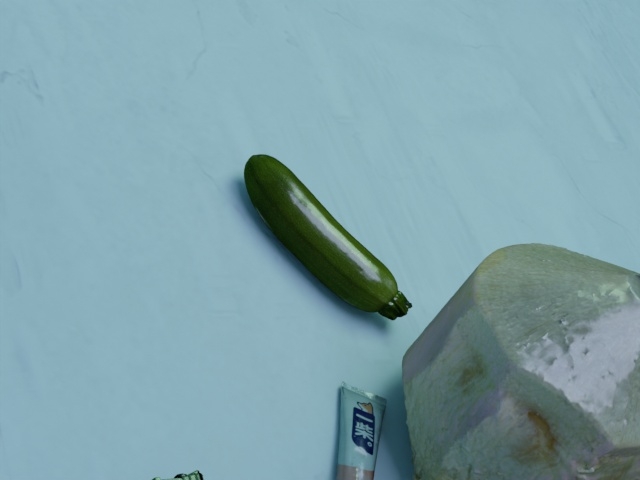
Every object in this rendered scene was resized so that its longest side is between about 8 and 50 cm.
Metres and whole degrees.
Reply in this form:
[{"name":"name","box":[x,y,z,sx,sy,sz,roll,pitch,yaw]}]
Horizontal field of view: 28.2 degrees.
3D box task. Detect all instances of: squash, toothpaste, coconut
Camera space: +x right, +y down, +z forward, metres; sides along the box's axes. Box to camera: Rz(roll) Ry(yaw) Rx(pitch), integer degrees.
[{"name":"squash","box":[0.000,0.000,1.460,0.258,0.069,0.069,45,42,8]},{"name":"toothpaste","box":[0.037,0.229,1.309,0.056,0.036,0.205,27,39,-14]},{"name":"coconut","box":[0.244,0.152,1.309,0.297,0.309,0.297,19,43,-18]}]

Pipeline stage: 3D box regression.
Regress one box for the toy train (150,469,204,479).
[{"name":"toy train","box":[-0.127,0.256,1.167,0.056,0.038,0.093,2,53,-31]}]
